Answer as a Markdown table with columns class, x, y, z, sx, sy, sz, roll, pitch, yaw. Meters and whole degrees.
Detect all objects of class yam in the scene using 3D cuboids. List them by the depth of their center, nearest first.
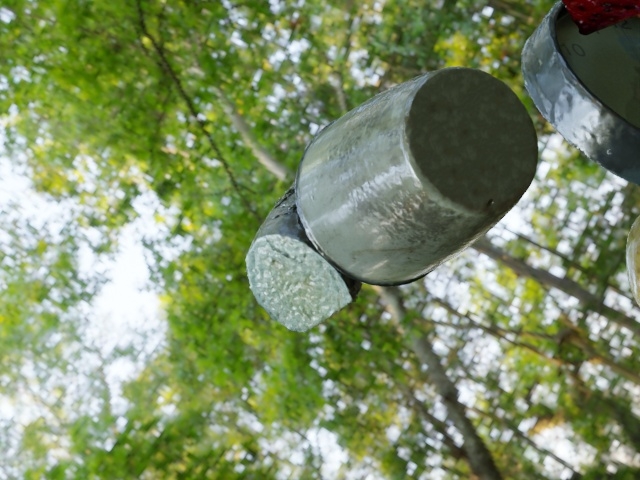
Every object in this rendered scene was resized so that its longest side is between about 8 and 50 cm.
| class | x | y | z | sx | sy | sz | roll | pitch | yaw |
| --- | --- | --- | --- | --- | --- | --- | --- | --- | --- |
| yam | -0.005 | -0.002 | 1.875 | 0.202 | 0.201 | 0.271 | -36 | 9 | 39 |

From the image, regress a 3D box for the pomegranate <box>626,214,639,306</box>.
| class | x | y | z | sx | sy | sz | roll | pitch | yaw |
| --- | --- | --- | --- | --- | --- | --- | --- | --- | --- |
| pomegranate | 0.600 | 0.027 | 1.726 | 0.233 | 0.233 | 0.233 | -41 | -33 | -34 |

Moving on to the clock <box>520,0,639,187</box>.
| class | x | y | z | sx | sy | sz | roll | pitch | yaw |
| --- | --- | --- | --- | --- | --- | --- | --- | --- | --- |
| clock | 0.345 | -0.157 | 1.112 | 0.280 | 0.280 | 0.055 | -35 | -21 | -41 |

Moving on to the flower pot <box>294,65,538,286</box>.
| class | x | y | z | sx | sy | sz | roll | pitch | yaw |
| --- | --- | --- | --- | --- | --- | --- | --- | --- | --- |
| flower pot | 0.155 | -0.105 | 1.621 | 0.293 | 0.293 | 0.330 | -47 | 6 | -26 |

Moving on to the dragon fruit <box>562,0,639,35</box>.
| class | x | y | z | sx | sy | sz | roll | pitch | yaw |
| --- | --- | --- | --- | --- | --- | --- | --- | --- | --- |
| dragon fruit | 0.269 | -0.352 | 0.969 | 0.317 | 0.152 | 0.205 | 36 | -119 | -51 |
